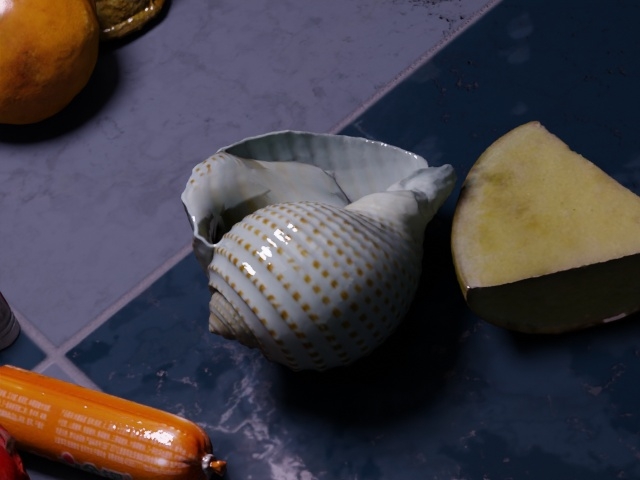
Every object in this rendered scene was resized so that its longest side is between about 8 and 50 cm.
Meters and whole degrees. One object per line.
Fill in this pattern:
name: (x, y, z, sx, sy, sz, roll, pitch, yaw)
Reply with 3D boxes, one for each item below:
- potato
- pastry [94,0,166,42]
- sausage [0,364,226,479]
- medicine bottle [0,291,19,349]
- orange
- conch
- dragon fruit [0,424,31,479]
potato: (0.280, -0.024, 1.672, 0.269, 0.112, 0.255, -11, 44, 2)
pastry: (-0.324, -0.386, 2.152, 0.188, 0.103, 0.189, -8, 43, 8)
sausage: (-0.242, 0.221, 1.619, 0.312, 0.093, 0.093, 13, 55, 24)
medicine bottle: (-0.417, 0.089, 1.780, 0.058, 0.091, 0.058, -8, 49, 9)
orange: (-0.436, -0.290, 2.002, 0.261, 0.261, 0.261, -8, 49, 9)
conch: (-0.005, 0.014, 1.656, 0.319, 0.215, 0.303, -17, 43, -33)
dragon fruit: (-0.401, 0.270, 1.563, 0.172, 0.172, 0.210, -12, 73, 5)
